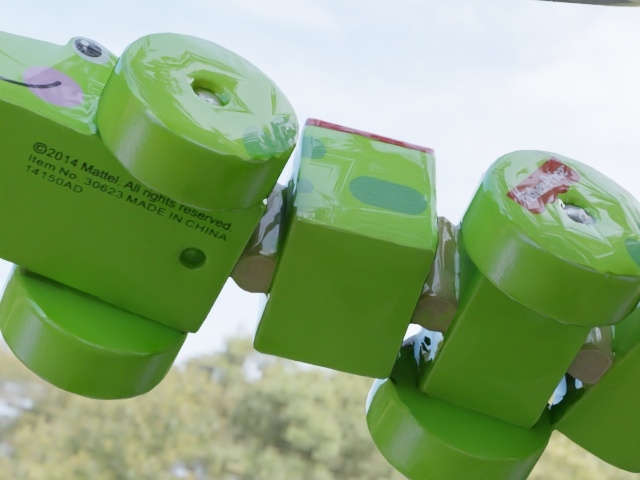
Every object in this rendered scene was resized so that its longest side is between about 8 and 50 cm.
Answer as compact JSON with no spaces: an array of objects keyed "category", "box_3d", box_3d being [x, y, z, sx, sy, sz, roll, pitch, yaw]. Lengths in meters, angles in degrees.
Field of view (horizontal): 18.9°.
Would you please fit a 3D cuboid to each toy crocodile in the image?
[{"category":"toy crocodile","box_3d":[0.000,0.000,0.667,0.340,0.105,0.115,18,-56,-11]}]

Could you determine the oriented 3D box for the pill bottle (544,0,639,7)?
[{"category":"pill bottle","box_3d":[0.052,-0.186,0.474,0.130,0.246,0.130,7,5,-1]}]
